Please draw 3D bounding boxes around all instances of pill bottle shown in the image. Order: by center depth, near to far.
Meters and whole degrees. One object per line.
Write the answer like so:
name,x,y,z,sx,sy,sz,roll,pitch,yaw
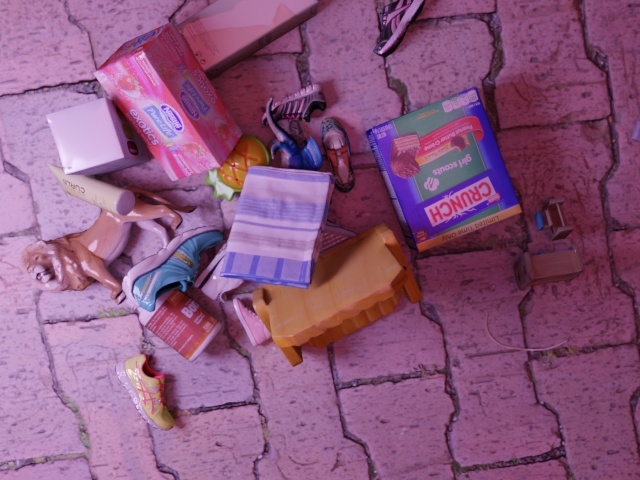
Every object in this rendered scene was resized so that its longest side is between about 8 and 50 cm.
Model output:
pill bottle,-0.355,0.183,1.620,0.216,0.121,0.121,39,93,-5

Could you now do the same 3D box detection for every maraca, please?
maraca,-0.200,-0.173,1.607,0.185,0.099,0.127,-35,86,23

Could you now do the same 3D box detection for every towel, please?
towel,-0.091,-0.038,1.470,0.209,0.034,0.285,7,63,10

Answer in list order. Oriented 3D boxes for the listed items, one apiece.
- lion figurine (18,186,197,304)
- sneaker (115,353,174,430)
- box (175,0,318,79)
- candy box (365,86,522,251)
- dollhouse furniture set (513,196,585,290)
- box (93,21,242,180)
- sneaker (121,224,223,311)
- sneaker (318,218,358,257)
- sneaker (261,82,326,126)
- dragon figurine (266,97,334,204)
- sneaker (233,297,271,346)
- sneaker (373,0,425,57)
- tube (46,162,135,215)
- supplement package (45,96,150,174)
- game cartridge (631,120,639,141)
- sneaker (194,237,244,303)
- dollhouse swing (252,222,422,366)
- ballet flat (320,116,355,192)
lion figurine,-0.506,-0.008,1.607,0.240,0.142,0.392,41,79,4
sneaker,-0.413,0.372,1.658,0.094,0.081,0.208,-33,95,-1
box,-0.167,-0.507,1.551,0.311,0.148,0.121,-31,97,3
candy box,0.290,-0.165,1.608,0.268,0.122,0.317,-22,97,0
dollhouse furniture set,0.541,0.012,1.647,0.129,0.129,0.184,-9,71,0
box,-0.326,-0.299,1.485,0.154,0.142,0.300,-11,127,29
sneaker,-0.330,0.066,1.576,0.110,0.107,0.275,43,60,11
sneaker,0.000,0.000,1.623,0.321,0.127,0.126,29,100,-28
sneaker,-0.058,-0.309,1.612,0.170,0.063,0.075,-29,90,-4
dragon figurine,-0.048,-0.201,1.602,0.144,0.085,0.289,-13,101,-12
sneaker,-0.162,0.191,1.664,0.070,0.051,0.134,-26,99,-1
sneaker,0.173,-0.520,1.606,0.077,0.072,0.178,34,85,7
tube,-0.536,-0.115,1.557,0.240,0.062,0.070,20,103,26
supplement package,-0.492,-0.227,1.516,0.134,0.244,0.139,-16,96,0
game cartridge,0.818,-0.265,1.668,0.083,0.017,0.056,18,91,-4
sneaker,-0.205,0.050,1.619,0.095,0.090,0.235,39,115,-8
dollhouse swing,0.064,0.172,1.486,0.347,0.305,0.315,-28,124,0
ballet flat,0.046,-0.208,1.625,0.070,0.070,0.188,-18,95,0
